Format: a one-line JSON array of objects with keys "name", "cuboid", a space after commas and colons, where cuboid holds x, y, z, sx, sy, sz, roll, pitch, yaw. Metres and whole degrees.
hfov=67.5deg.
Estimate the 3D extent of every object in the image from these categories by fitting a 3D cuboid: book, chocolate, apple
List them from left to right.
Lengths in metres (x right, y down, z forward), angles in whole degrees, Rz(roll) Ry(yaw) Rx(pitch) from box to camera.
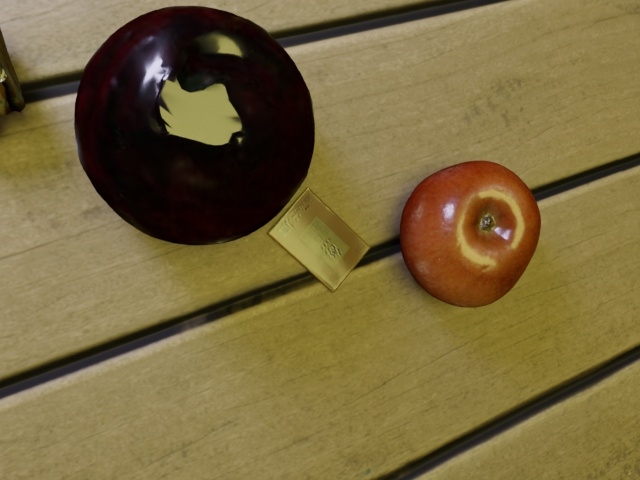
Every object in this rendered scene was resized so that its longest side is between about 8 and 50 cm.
[{"name": "chocolate", "cuboid": [-0.168, -0.170, 0.686, 0.383, 0.331, 0.383, 0, 89, -16]}, {"name": "book", "cuboid": [0.000, 0.000, 0.903, 0.172, 0.012, 0.118, 44, 79, -13]}, {"name": "apple", "cuboid": [0.276, -0.016, 0.891, 0.251, 0.206, 0.272, 42, 80, -11]}]

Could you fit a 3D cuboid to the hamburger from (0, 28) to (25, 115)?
[{"name": "hamburger", "cuboid": [-0.503, -0.234, 0.674, 0.131, 0.159, 0.185, -20, 124, -20]}]
